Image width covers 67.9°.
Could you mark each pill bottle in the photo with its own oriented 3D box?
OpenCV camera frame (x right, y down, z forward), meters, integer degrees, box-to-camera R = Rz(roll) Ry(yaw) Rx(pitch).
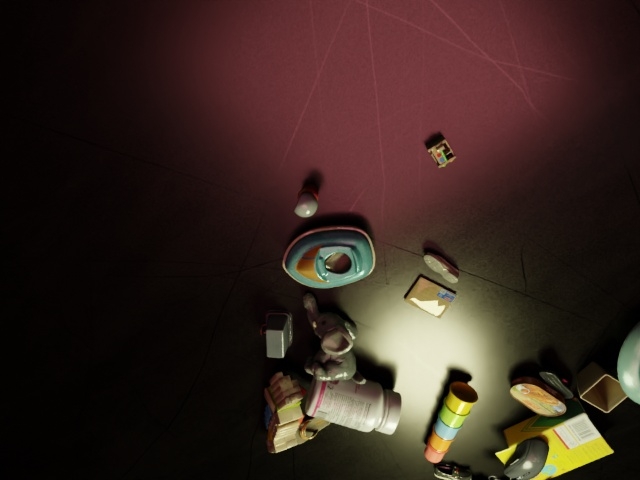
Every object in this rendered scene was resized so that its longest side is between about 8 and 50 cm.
[{"bbox_3d":[0.107,0.521,1.540,0.284,0.160,0.160,17,115,-3],"label":"pill bottle"}]

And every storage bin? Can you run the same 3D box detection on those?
[{"bbox_3d":[-0.143,0.301,1.504,0.099,0.091,0.135,3,113,4],"label":"storage bin"}]

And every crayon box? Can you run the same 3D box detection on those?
[{"bbox_3d":[0.767,0.681,1.591,0.319,0.081,0.202,-34,106,18],"label":"crayon box"}]

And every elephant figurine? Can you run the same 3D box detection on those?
[{"bbox_3d":[0.040,0.300,1.462,0.186,0.169,0.239,5,101,-28],"label":"elephant figurine"}]

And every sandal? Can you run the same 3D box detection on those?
[{"bbox_3d":[-0.036,0.670,1.682,0.180,0.049,0.072,-38,105,19],"label":"sandal"},{"bbox_3d":[0.748,0.445,1.500,0.067,0.040,0.179,-11,131,44],"label":"sandal"}]

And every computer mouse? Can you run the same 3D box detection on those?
[{"bbox_3d":[0.696,0.770,1.560,0.184,0.060,0.261,24,117,-2],"label":"computer mouse"}]

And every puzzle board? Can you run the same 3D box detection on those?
[{"bbox_3d":[0.334,0.174,1.444,0.128,0.011,0.096,26,113,-7],"label":"puzzle board"}]

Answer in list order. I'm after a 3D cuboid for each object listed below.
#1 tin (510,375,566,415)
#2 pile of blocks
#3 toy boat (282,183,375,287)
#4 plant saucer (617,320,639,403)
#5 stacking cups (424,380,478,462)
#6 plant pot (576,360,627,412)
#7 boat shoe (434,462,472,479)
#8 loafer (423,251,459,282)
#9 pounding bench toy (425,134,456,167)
[{"bbox_3d":[0.696,0.500,1.524,0.190,0.040,0.106,35,131,-10],"label":"tin"},{"bbox_3d":[-0.116,0.579,1.630,0.113,0.149,0.361,-8,127,-29],"label":"pile of blocks"},{"bbox_3d":[0.000,0.000,1.323,0.268,0.148,0.317,-14,112,12],"label":"toy boat"},{"bbox_3d":[1.022,0.349,1.384,0.318,0.043,0.317,-2,102,-10],"label":"plant saucer"},{"bbox_3d":[0.424,0.616,1.601,0.096,0.096,0.315,15,120,-1],"label":"stacking cups"},{"bbox_3d":[0.861,0.441,1.466,0.109,0.096,0.109,30,112,-8],"label":"plant pot"},{"bbox_3d":[0.477,0.832,1.705,0.133,0.048,0.041,7,123,7],"label":"boat shoe"},{"bbox_3d":[0.354,0.073,1.387,0.125,0.039,0.045,40,145,-9],"label":"loafer"},{"bbox_3d":[0.314,-0.223,1.227,0.052,0.083,0.065,-31,107,17],"label":"pounding bench toy"}]
